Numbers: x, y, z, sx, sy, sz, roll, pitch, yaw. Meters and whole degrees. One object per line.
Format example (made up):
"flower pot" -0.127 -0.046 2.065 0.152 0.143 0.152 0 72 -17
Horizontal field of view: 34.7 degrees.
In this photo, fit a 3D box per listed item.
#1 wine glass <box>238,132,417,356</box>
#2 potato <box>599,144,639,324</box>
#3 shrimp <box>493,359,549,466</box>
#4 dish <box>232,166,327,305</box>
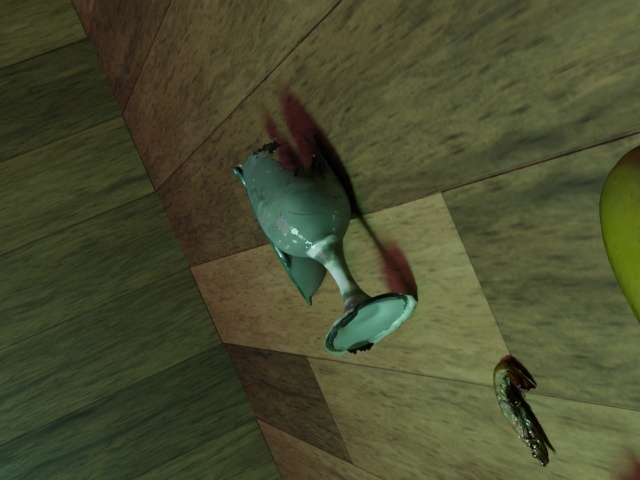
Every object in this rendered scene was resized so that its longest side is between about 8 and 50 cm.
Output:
"wine glass" 0.000 0.000 1.429 0.321 0.143 0.143 59 163 25
"potato" 0.278 0.064 0.618 0.173 0.140 0.300 82 164 -64
"shrimp" 0.232 0.196 1.168 0.127 0.025 0.091 64 163 18
"dish" -0.044 -0.022 1.600 0.246 0.078 0.224 61 -178 4
